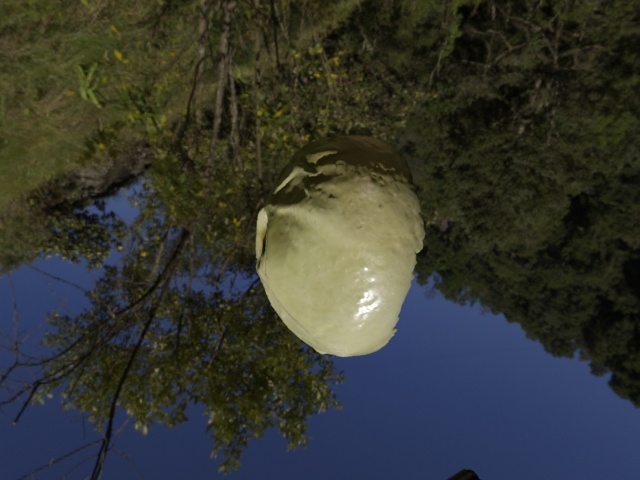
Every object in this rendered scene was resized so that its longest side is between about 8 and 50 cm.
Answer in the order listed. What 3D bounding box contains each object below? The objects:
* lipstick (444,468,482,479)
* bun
[{"bbox_3d":[0.144,0.473,0.766,0.418,0.077,0.077,-2,-155,-44],"label":"lipstick"},{"bbox_3d":[-0.003,0.002,0.765,0.202,0.364,0.364,7,-158,-17],"label":"bun"}]
